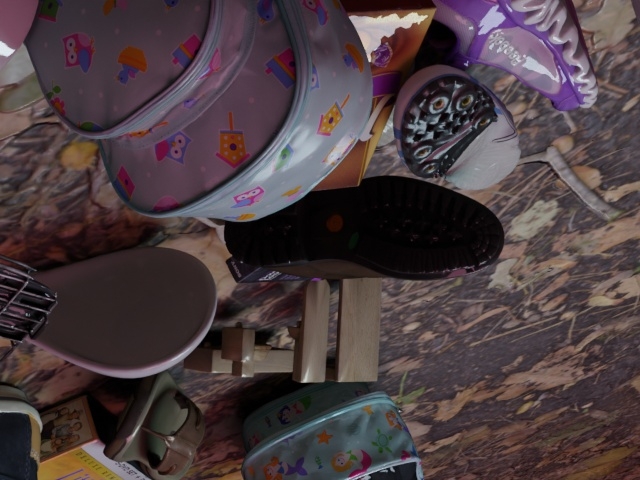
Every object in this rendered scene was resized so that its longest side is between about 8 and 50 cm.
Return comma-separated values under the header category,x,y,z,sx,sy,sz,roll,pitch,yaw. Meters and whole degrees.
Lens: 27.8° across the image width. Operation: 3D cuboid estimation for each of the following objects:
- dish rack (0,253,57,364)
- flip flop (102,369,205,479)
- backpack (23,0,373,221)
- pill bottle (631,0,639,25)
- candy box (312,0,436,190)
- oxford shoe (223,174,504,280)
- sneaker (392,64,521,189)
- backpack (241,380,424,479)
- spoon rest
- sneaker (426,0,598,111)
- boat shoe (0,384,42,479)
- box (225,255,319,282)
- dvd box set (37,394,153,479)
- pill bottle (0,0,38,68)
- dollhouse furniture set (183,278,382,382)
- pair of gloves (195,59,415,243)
category,x,y,z,sx,sy,sz,roll,pitch,yaw
dish rack,-0.343,0.073,0.995,0.208,0.074,0.271,19,130,-40
flip flop,-0.164,0.215,1.412,0.112,0.080,0.277,-62,164,-18
backpack,-0.069,-0.105,0.724,0.166,0.188,0.144,-34,167,24
pill bottle,0.407,-0.212,0.977,0.333,0.188,0.188,-8,151,-27
candy box,-0.001,-0.111,0.929,0.109,0.053,0.187,-8,146,-24
oxford shoe,0.043,-0.005,1.067,0.227,0.083,0.096,4,170,20
sneaker,0.097,-0.095,1.002,0.085,0.086,0.237,-36,164,10
backpack,0.010,0.276,1.587,0.225,0.191,0.253,-23,161,-5
spoon rest,-0.224,0.072,1.117,0.276,0.137,0.084,-12,138,7
sneaker,0.138,-0.163,0.984,0.104,0.095,0.236,-24,150,19
boat shoe,-0.480,0.233,1.174,0.500,0.156,0.187,2,147,-37
box,0.000,0.000,1.208,0.116,0.029,0.162,-35,162,25
dvd box set,-0.403,0.326,1.509,0.420,0.062,0.308,-22,154,1
pill bottle,-0.256,-0.155,0.636,0.131,0.131,0.229,-36,151,26
dollhouse furniture set,-0.040,0.081,1.367,0.144,0.123,0.151,5,178,-43
pair of gloves,-0.025,-0.087,1.045,0.240,0.042,0.204,-28,153,10
